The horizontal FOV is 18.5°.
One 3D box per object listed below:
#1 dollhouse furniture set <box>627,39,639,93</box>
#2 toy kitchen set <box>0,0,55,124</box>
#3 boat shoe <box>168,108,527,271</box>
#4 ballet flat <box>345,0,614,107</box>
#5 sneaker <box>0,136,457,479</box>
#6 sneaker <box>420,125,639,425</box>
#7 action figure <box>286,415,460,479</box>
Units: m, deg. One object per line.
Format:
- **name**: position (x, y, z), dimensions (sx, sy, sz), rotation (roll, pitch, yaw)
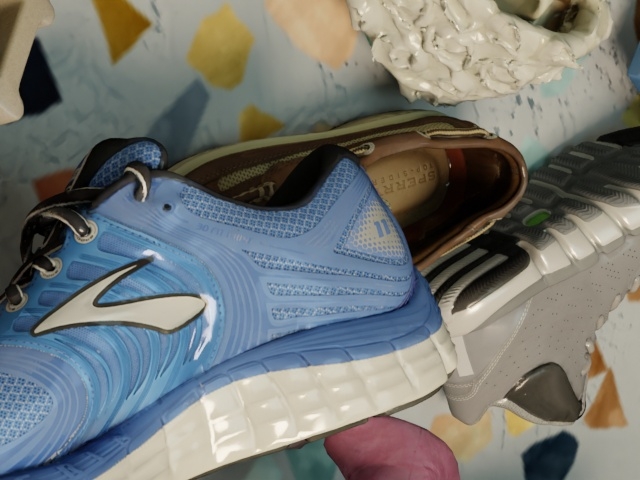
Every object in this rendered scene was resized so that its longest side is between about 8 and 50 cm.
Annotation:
- **dollhouse furniture set**: position (0.380, -0.100, 1.158), dimensions (0.303, 0.286, 0.198), rotation (40, 71, -51)
- **toy kitchen set**: position (-0.112, -0.110, 0.750), dimensions (0.122, 0.166, 0.207), rotation (51, 36, -39)
- **boat shoe**: position (-0.001, -0.008, 0.956), dimensions (0.257, 0.095, 0.095), rotation (-28, 115, -36)
- **ballet flat**: position (0.030, -0.233, 0.921), dimensions (0.147, 0.147, 0.409), rotation (-50, 126, -24)
- **sneaker**: position (-0.104, 0.040, 0.820), dimensions (0.330, 0.129, 0.147), rotation (-19, 91, -31)
- **sneaker**: position (0.149, 0.030, 1.119), dimensions (0.228, 0.086, 0.132), rotation (-28, 121, -24)
- **action figure**: position (0.041, 0.223, 0.936), dimensions (0.370, 0.275, 0.248), rotation (32, 82, -55)
